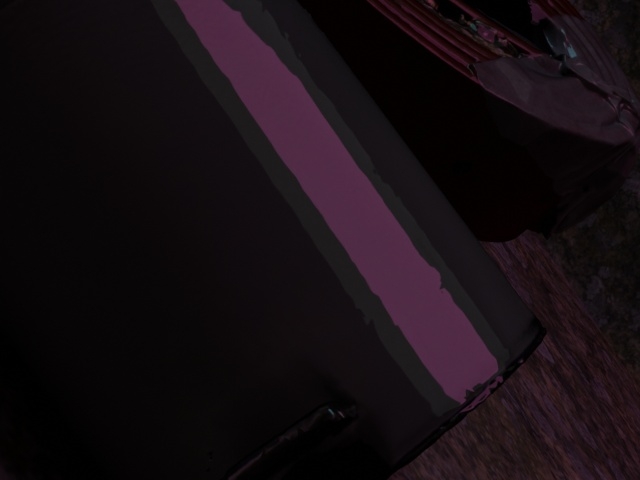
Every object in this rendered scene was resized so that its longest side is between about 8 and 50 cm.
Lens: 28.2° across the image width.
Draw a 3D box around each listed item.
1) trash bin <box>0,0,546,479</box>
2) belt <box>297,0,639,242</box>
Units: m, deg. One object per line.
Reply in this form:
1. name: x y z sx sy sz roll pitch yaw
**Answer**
1. trash bin: -0.053 0.002 0.625 0.262 0.217 0.277 54 7 2
2. belt: 0.065 -0.130 0.818 0.324 0.115 0.227 31 38 -18
